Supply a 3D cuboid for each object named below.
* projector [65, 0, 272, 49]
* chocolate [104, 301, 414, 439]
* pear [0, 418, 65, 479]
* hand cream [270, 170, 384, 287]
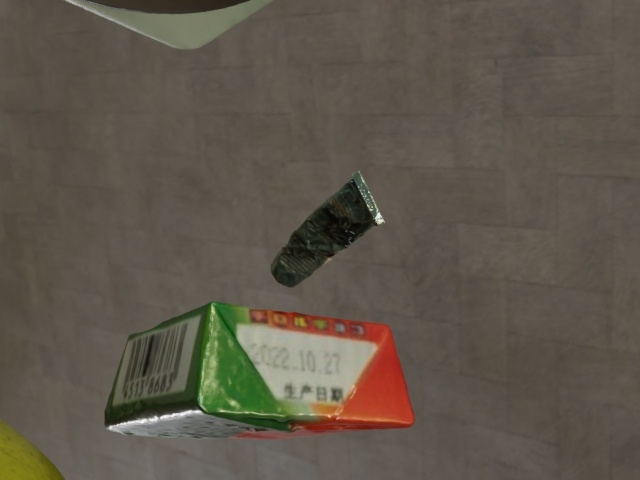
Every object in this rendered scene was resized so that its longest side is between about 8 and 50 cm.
[{"bbox_3d":[-0.106,-0.232,0.554,0.257,0.259,0.079,-21,63,42],"label":"projector"},{"bbox_3d":[-0.101,0.209,1.362,0.360,0.341,0.161,-23,62,55],"label":"chocolate"},{"bbox_3d":[-0.257,0.223,0.533,0.294,0.294,0.294,13,111,38],"label":"pear"},{"bbox_3d":[0.000,0.001,1.304,0.075,0.052,0.248,46,137,-3],"label":"hand cream"}]
